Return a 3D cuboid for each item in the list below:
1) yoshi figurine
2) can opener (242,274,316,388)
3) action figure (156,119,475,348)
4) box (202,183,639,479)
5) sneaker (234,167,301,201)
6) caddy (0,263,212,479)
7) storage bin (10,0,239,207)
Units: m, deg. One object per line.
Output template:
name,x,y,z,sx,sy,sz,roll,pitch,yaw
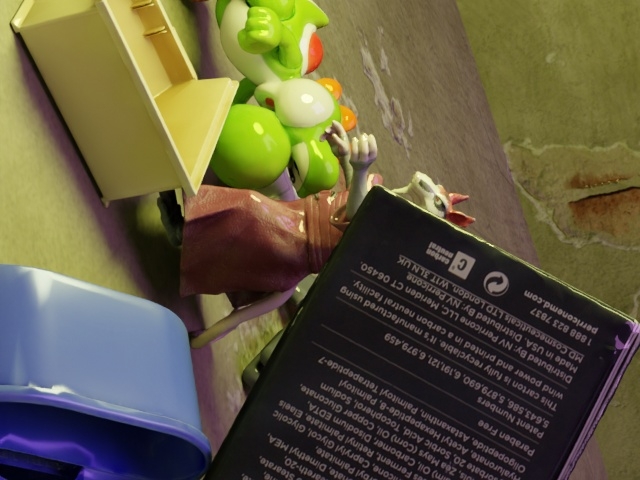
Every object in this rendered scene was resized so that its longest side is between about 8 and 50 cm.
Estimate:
yoshi figurine,-0.094,-0.215,2.343,0.203,0.203,0.362,17,51,-68
can opener,-0.051,0.117,2.503,0.095,0.076,0.283,45,24,0
action figure,0.000,0.000,2.163,0.248,0.370,0.276,-38,125,-79
box,0.047,0.242,1.831,0.472,0.297,0.480,-63,180,-9
sneaker,-0.080,-0.084,2.464,0.292,0.110,0.118,-72,139,-67
caddy,-0.256,0.159,1.600,0.341,0.241,0.179,20,51,-41
storage bin,-0.217,-0.220,2.117,0.260,0.123,0.262,-73,146,-51
